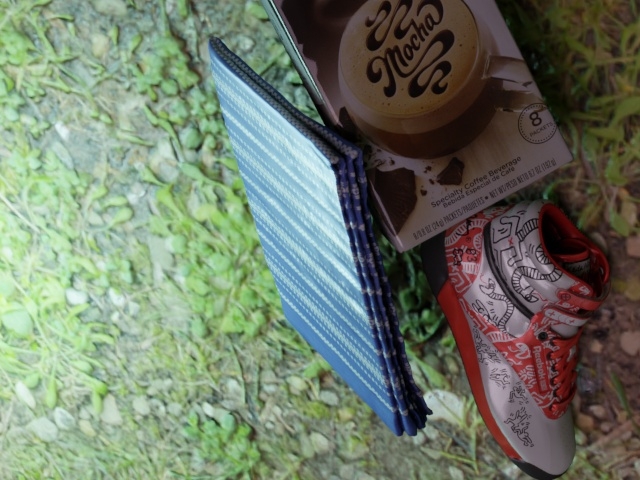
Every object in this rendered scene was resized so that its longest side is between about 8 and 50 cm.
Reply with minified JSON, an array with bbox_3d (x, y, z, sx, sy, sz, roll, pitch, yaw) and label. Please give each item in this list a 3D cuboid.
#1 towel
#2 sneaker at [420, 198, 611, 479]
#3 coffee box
[{"bbox_3d":[0.000,0.000,1.592,0.243,0.040,0.336,43,155,47],"label":"towel"},{"bbox_3d":[0.205,0.090,1.608,0.145,0.090,0.270,-18,103,37],"label":"sneaker"},{"bbox_3d":[0.063,-0.164,1.492,0.168,0.119,0.297,-29,102,-2],"label":"coffee box"}]
